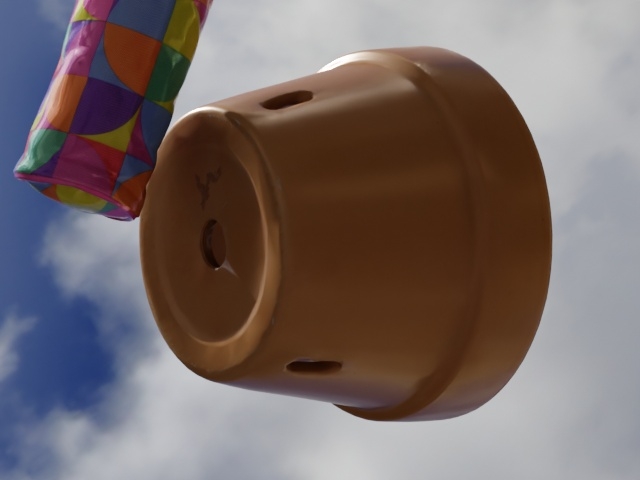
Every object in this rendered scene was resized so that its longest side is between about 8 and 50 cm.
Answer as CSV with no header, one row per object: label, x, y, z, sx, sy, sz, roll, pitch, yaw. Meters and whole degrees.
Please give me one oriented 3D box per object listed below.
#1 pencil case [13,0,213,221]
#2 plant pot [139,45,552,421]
pencil case,-0.138,-0.133,1.255,0.104,0.104,0.236,16,-102,14
plant pot,0.000,0.000,1.318,0.291,0.203,0.291,7,-81,54
